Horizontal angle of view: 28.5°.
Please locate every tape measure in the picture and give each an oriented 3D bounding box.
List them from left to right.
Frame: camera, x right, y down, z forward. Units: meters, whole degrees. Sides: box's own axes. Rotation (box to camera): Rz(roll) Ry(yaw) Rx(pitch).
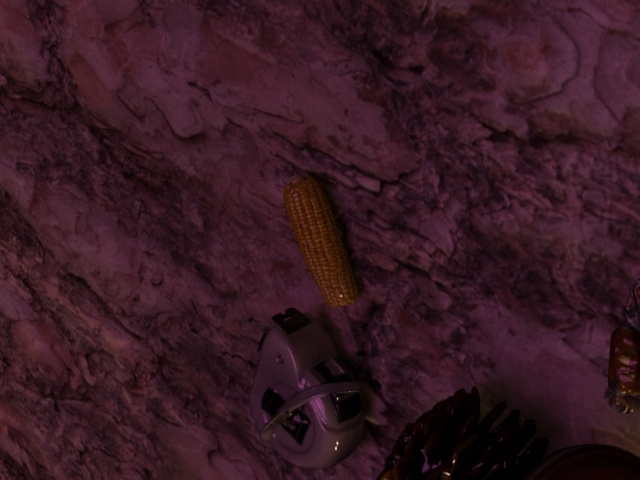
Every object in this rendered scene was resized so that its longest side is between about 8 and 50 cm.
[{"bbox_3d":[-0.020,0.250,1.919,0.197,0.120,0.236,41,133,27],"label":"tape measure"}]

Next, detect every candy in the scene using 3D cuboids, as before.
[{"bbox_3d":[0.374,0.136,1.523,0.053,0.046,0.182,28,124,39],"label":"candy"}]

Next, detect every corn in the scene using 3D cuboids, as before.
[{"bbox_3d":[0.000,0.000,1.851,0.067,0.067,0.206,-20,91,47],"label":"corn"}]

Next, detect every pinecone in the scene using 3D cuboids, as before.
[{"bbox_3d":[0.215,0.330,1.619,0.292,0.246,0.246,25,121,25],"label":"pinecone"}]

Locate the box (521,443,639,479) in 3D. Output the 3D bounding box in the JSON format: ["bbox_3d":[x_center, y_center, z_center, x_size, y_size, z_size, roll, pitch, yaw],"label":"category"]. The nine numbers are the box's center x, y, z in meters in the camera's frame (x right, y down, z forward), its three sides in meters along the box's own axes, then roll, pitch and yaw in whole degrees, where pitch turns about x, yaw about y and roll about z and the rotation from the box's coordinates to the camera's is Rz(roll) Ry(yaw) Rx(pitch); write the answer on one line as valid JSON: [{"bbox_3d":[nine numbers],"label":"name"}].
[{"bbox_3d":[0.268,0.425,1.474,0.263,0.108,0.404,39,97,-14],"label":"box"}]
